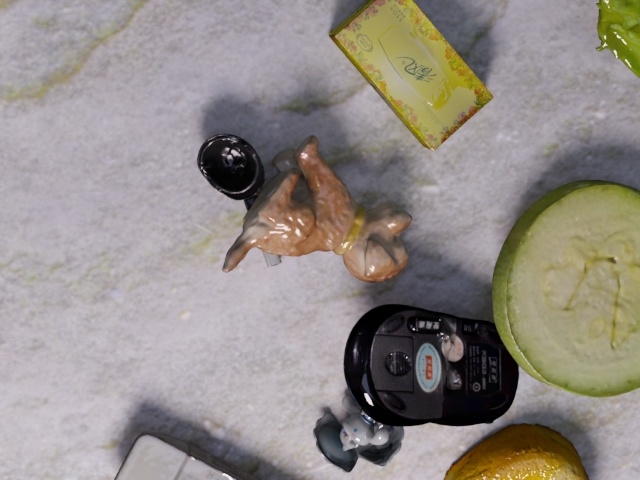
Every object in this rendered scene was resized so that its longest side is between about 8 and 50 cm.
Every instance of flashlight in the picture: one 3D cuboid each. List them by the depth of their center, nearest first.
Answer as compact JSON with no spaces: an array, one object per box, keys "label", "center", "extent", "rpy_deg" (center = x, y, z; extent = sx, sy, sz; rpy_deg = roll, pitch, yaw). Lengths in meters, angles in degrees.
[{"label":"flashlight","center":[-0.066,-0.011,1.944],"extent":[0.018,0.018,0.083],"rpy_deg":[-20,99,-2]}]

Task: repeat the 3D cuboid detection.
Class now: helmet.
[{"label":"helmet","center":[-0.096,-0.084,1.913],"extent":[0.084,0.049,0.065],"rpy_deg":[44,103,3]}]

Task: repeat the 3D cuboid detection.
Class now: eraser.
[{"label":"eraser","center":[-0.073,0.329,1.967],"extent":[0.352,0.061,0.089],"rpy_deg":[28,93,-9]}]

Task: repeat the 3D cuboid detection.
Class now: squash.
[{"label":"squash","center":[0.317,0.056,1.963],"extent":[0.252,0.049,0.252],"rpy_deg":[-1,93,-19]}]

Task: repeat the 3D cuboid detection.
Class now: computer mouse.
[{"label":"computer mouse","center":[0.118,0.148,1.941],"extent":[0.233,0.096,0.137],"rpy_deg":[10,82,-30]}]

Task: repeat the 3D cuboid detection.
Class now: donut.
[{"label":"donut","center":[0.235,0.312,1.998],"extent":[0.190,0.074,0.174],"rpy_deg":[-17,100,-4]}]

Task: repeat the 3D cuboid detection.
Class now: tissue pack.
[{"label":"tissue pack","center":[0.103,-0.197,1.920],"extent":[0.095,0.062,0.176],"rpy_deg":[-41,100,-1]}]

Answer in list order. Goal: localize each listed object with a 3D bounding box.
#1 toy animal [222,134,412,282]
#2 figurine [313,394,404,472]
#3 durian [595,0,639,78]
[{"label":"toy animal","center":[0.001,0.009,1.901],"extent":[0.185,0.104,0.184],"rpy_deg":[39,70,-18]},{"label":"figurine","center":[0.047,0.220,1.962],"extent":[0.086,0.094,0.082],"rpy_deg":[-35,142,25]},{"label":"durian","center":[0.475,-0.261,1.884],"extent":[0.256,0.204,0.339],"rpy_deg":[39,50,15]}]
